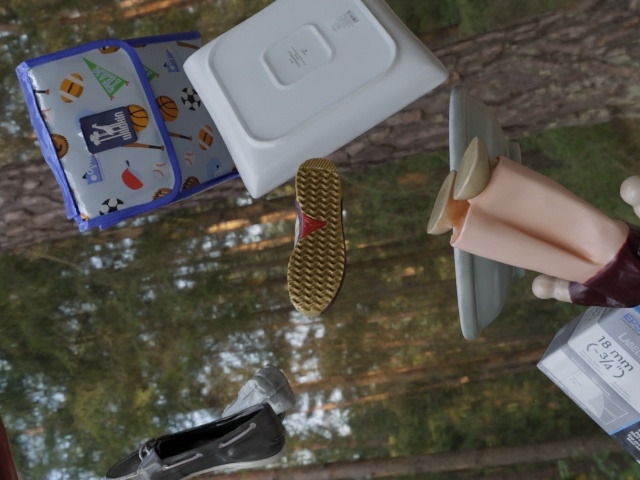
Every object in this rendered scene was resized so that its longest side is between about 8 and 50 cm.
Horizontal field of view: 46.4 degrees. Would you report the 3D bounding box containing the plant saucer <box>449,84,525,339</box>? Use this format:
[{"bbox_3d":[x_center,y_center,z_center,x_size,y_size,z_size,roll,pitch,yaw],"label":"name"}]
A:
[{"bbox_3d":[0.266,-0.045,1.173,0.400,0.101,0.400,-3,-90,-76],"label":"plant saucer"}]

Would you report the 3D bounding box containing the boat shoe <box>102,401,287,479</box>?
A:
[{"bbox_3d":[-0.226,0.358,1.302,0.112,0.335,0.095,-97,-8,-73],"label":"boat shoe"}]

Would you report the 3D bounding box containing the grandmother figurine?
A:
[{"bbox_3d":[0.286,0.017,0.766,0.208,0.343,0.104,117,175,-66],"label":"grandmother figurine"}]

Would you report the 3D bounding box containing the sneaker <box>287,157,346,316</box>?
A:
[{"bbox_3d":[0.000,0.000,0.882,0.084,0.070,0.185,66,-151,-78],"label":"sneaker"}]

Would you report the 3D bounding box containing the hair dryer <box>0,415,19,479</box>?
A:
[{"bbox_3d":[-0.405,0.197,0.689,0.080,0.294,0.223,-53,15,44],"label":"hair dryer"}]

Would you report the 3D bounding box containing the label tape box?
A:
[{"bbox_3d":[0.519,0.171,1.097,0.241,0.106,0.333,44,140,8],"label":"label tape box"}]

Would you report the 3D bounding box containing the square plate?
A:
[{"bbox_3d":[-0.030,-0.280,1.176,0.347,0.344,0.049,60,-176,34],"label":"square plate"}]

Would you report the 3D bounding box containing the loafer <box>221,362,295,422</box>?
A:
[{"bbox_3d":[-0.137,0.374,1.637,0.111,0.112,0.319,46,149,8],"label":"loafer"}]

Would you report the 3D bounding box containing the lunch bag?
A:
[{"bbox_3d":[-0.361,-0.214,1.445,0.385,0.239,0.327,-26,-81,-50],"label":"lunch bag"}]
